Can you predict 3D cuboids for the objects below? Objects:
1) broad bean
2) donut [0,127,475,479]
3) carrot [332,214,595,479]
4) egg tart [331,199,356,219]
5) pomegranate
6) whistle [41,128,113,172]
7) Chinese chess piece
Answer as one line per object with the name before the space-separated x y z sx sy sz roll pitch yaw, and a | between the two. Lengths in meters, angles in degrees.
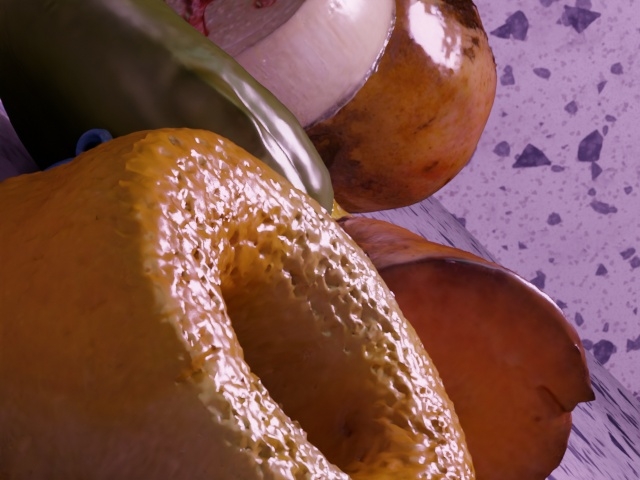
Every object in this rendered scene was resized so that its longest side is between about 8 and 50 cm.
broad bean | -0.105 -0.068 1.023 0.291 0.119 0.238 40 -15 30
donut | -0.031 0.074 0.752 0.303 0.110 0.303 49 20 -25
carrot | 0.050 0.061 1.097 0.196 0.196 0.254 43 6 -18
egg tart | 0.000 0.000 1.514 0.191 0.074 0.191 43 9 -8
pomegranate | 0.022 -0.178 1.706 0.322 0.322 0.322 45 9 -9
whistle | -0.126 0.012 0.895 0.090 0.090 0.157 33 55 -57
Chinese chess piece | -0.066 -0.196 1.456 0.112 0.270 0.270 53 2 -41
